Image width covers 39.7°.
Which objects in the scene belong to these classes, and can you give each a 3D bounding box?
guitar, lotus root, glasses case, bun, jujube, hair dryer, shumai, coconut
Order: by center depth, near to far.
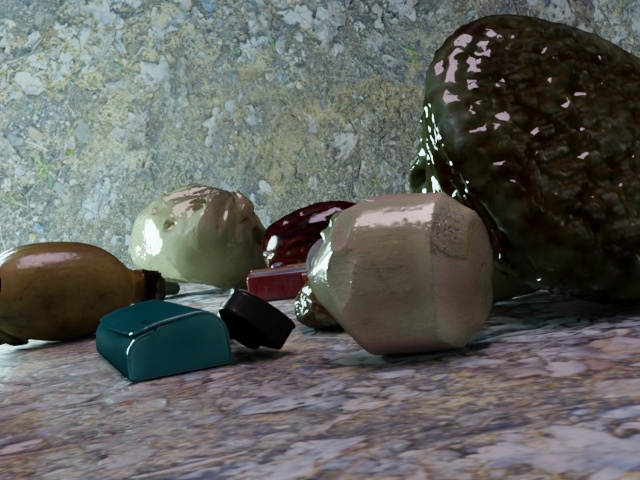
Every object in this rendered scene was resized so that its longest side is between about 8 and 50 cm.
[{"bbox_3d":[0.077,0.034,0.885,0.183,0.171,0.171,-4,3,26],"label":"coconut"},{"bbox_3d":[-0.104,0.103,1.078,0.084,0.038,0.271,36,-18,-10],"label":"guitar"},{"bbox_3d":[-0.202,0.113,1.081,0.117,0.070,0.301,-9,4,-21],"label":"glasses case"},{"bbox_3d":[0.248,-0.049,1.098,0.395,0.395,0.348,-9,-24,-29],"label":"shumai"},{"bbox_3d":[0.044,0.037,1.182,0.161,0.153,0.209,0,2,19],"label":"shumai"},{"bbox_3d":[-0.404,0.084,1.481,0.310,0.183,0.183,-3,-1,-27],"label":"lotus root"},{"bbox_3d":[0.000,0.000,1.880,0.243,0.183,0.183,-9,2,12],"label":"jujube"},{"bbox_3d":[-0.274,-0.008,2.053,0.326,0.234,0.362,3,-2,20],"label":"bun"},{"bbox_3d":[-0.435,0.131,2.121,0.167,0.067,0.199,3,-21,-43],"label":"hair dryer"}]

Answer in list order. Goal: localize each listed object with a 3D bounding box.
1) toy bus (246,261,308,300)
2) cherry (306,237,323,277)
[{"bbox_3d":[-0.040,0.075,1.654,0.192,0.065,0.077,-8,13,12],"label":"toy bus"},{"bbox_3d":[0.053,0.018,1.518,0.188,0.115,0.148,-39,-32,16],"label":"cherry"}]
